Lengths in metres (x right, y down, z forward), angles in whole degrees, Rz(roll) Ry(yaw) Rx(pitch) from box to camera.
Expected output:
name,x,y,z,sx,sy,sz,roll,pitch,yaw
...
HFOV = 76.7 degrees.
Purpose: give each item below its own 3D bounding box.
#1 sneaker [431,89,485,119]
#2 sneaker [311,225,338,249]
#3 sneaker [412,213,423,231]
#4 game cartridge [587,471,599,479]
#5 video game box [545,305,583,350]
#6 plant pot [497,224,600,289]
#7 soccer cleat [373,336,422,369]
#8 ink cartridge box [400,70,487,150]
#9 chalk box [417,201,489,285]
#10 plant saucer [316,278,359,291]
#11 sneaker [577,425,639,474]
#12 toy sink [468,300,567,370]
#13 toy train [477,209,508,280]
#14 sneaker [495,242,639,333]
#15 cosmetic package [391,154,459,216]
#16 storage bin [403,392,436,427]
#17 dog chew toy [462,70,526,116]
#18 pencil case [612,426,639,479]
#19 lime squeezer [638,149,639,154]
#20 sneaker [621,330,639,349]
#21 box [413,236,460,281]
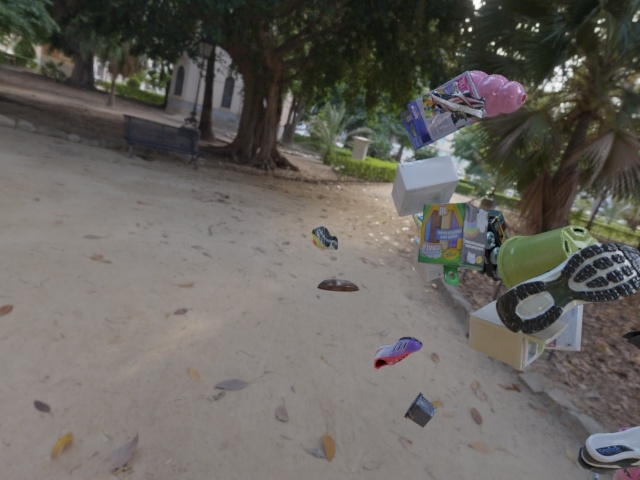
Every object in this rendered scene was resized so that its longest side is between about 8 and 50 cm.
name,x,y,z,sx,sy,sz,roll,pitch,yaw
sneaker,0.449,-0.456,1.314,0.178,0.077,0.072,23,8,6
sneaker,0.000,0.000,1.754,0.094,0.081,0.208,-3,-21,24
sneaker,0.575,-0.092,2.138,0.126,0.240,0.091,-28,22,16
game cartridge,0.925,0.814,1.374,0.017,0.083,0.056,17,25,28
video game box,1.032,0.373,1.765,0.048,0.205,0.187,28,-21,-27
plant pot,0.840,0.072,1.460,0.276,0.276,0.254,10,-22,-15
soccer cleat,0.394,0.584,2.078,0.108,0.318,0.116,41,48,-13
ink cartridge box,0.485,-0.516,1.639,0.311,0.186,0.065,-24,-9,32
chalk box,0.360,0.013,1.106,0.132,0.213,0.132,12,-4,-41
plant saucer,0.082,0.208,1.873,0.198,0.036,0.198,4,-14,1
sneaker,0.721,0.503,0.959,0.217,0.121,0.079,-1,45,3
toy sink,0.604,0.298,1.246,0.153,0.131,0.234,-16,20,-36
toy train,0.767,0.023,1.806,0.190,0.334,0.142,-44,27,-21
sneaker,0.682,0.129,1.139,0.410,0.158,0.182,-24,-13,8
cosmetic package,0.438,-0.227,1.722,0.224,0.138,0.224,-11,-28,-3
storage bin,0.417,0.718,1.690,0.091,0.135,0.098,33,45,21
dog chew toy,0.746,-0.643,1.801,0.206,0.206,0.332,2,18,-40
pencil case,1.208,0.898,1.545,0.160,0.386,0.167,9,28,39
lime squeezer,0.872,-0.126,0.925,0.059,0.110,0.310,1,22,-34
sneaker,0.925,0.295,1.107,0.170,0.089,0.051,40,21,-7
box,0.538,0.067,1.871,0.181,0.182,0.119,-18,33,-10
